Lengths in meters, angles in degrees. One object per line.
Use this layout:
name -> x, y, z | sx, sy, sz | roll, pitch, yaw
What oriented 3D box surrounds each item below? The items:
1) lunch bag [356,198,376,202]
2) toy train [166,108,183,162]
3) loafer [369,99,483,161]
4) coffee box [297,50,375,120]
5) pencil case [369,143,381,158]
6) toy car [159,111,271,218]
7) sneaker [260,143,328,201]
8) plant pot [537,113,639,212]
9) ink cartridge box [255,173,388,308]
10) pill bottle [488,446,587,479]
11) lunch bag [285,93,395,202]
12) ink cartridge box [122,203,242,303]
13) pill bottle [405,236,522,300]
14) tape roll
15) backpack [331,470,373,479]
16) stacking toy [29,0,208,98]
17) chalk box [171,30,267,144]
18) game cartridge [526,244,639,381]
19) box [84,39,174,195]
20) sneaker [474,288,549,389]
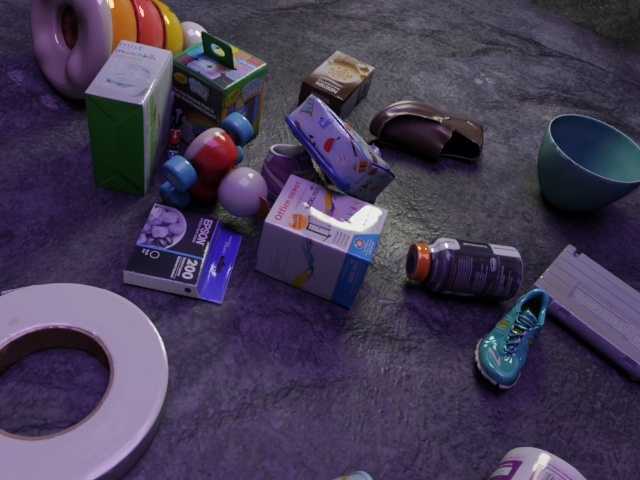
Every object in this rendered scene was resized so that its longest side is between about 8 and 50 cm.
lunch bag -> 0.113, -0.144, 1.469 | 0.071, 0.053, 0.083 | 5, 57, -10
toy train -> -0.359, -0.248, 1.380 | 0.027, 0.036, 0.158 | 8, 86, -18
loafer -> 0.324, -0.311, 1.625 | 0.365, 0.134, 0.130 | 2, 48, -14
coffee box -> 0.051, -0.469, 1.714 | 0.141, 0.098, 0.246 | 27, 47, 9
pencil case -> 0.087, -0.222, 1.522 | 0.151, 0.064, 0.070 | -9, 77, -24
toy car -> -0.203, -0.121, 1.276 | 0.238, 0.210, 0.219 | 45, 61, 1
sneaker -> -0.024, -0.127, 1.339 | 0.282, 0.161, 0.102 | 32, 46, 12
plant pot -> 0.743, -0.195, 1.600 | 0.290, 0.195, 0.290 | 9, 47, -9
ink cartridge box -> 0.000, 0.000, 1.221 | 0.232, 0.168, 0.171 | 21, 47, 4
pill bottle -> 0.298, 0.485, 0.868 | 0.169, 0.169, 0.301 | 39, 50, 20
lunch bag -> 0.047, -0.212, 1.310 | 0.243, 0.115, 0.303 | 50, 11, 15
ink cartridge box -> -0.288, 0.024, 1.202 | 0.208, 0.045, 0.206 | 14, 46, -6
pill bottle -> 0.324, 0.062, 1.287 | 0.245, 0.130, 0.130 | 8, 47, -10
tape roll -> -0.453, 0.243, 0.933 | 0.392, 0.072, 0.392 | 8, 47, -9
backpack -> 0.059, 0.445, 0.834 | 0.144, 0.166, 0.188 | -14, 57, -28
stacking toy -> -0.510, -0.574, 1.558 | 0.350, 0.351, 0.480 | 43, 34, 22
chalk box -> -0.261, -0.386, 1.414 | 0.180, 0.289, 0.179 | 33, 48, 13
game cartridge -> 0.692, 0.180, 1.340 | 0.355, 0.068, 0.230 | 41, 54, 20
box -> -0.428, -0.280, 1.288 | 0.126, 0.262, 0.231 | 11, 47, -6
sneaker -> 0.417, 0.200, 1.203 | 0.107, 0.110, 0.275 | 32, 49, 13
